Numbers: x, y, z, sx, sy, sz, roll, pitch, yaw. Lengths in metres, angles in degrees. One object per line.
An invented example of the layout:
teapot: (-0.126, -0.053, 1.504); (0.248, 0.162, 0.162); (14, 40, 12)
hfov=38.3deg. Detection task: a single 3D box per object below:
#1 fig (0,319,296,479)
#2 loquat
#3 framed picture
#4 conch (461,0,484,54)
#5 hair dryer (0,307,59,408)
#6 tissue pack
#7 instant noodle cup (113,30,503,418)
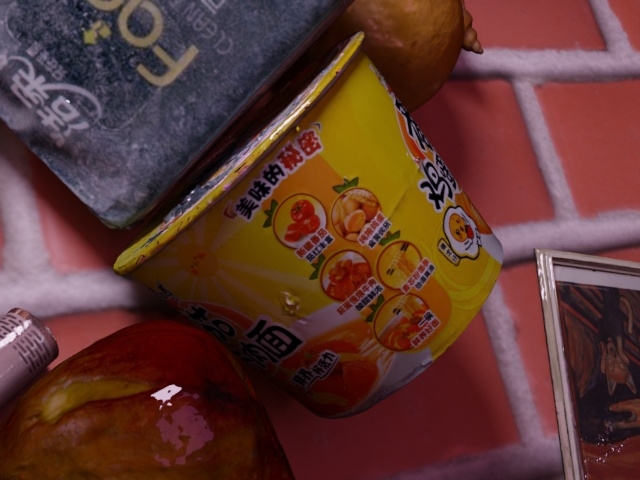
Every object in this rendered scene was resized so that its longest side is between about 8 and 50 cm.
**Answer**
fig: (-0.155, 0.160, 0.585); (0.290, 0.190, 0.191); (-15, 76, -26)
loquat: (0.036, -0.217, 0.853); (0.187, 0.176, 0.234); (-13, 88, -10)
framed picture: (0.324, 0.144, 0.942); (0.216, 0.016, 0.274); (7, 66, -24)
conch: (0.063, -0.320, 0.965); (0.109, 0.093, 0.330); (-35, 86, -28)
hair dryer: (-0.327, 0.065, 0.628); (0.220, 0.053, 0.195); (45, 53, -1)
tissue pack: (-0.122, -0.194, 0.708); (0.228, 0.315, 0.103); (45, 15, -2)
instant noodle cup: (0.000, 0.000, 0.713); (0.200, 0.264, 0.264); (47, 56, -12)
